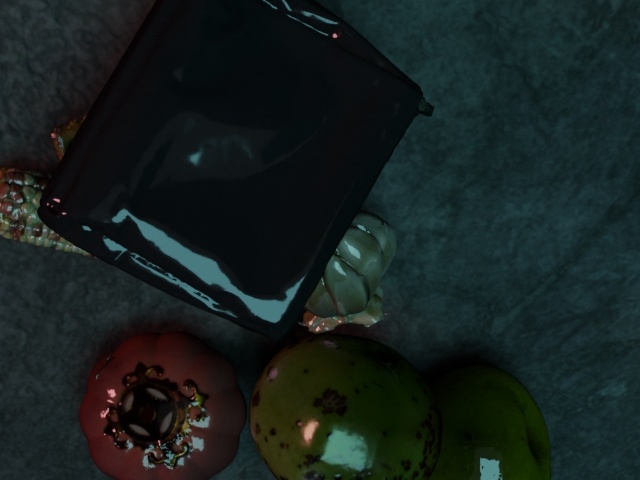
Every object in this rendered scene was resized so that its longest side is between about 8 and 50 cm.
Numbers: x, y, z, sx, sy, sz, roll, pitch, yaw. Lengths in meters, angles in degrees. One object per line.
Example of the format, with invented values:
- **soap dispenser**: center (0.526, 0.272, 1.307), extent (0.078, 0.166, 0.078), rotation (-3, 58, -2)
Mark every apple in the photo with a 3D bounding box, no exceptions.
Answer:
- **apple**: center (0.184, 0.245, 1.345), extent (0.157, 0.196, 0.196), rotation (-25, 122, 19)

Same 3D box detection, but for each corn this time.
- **corn**: center (-0.227, -0.015, 1.154), extent (0.237, 0.079, 0.079), rotation (18, 110, -24)

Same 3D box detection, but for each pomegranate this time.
- **pomegranate**: center (0.017, 0.227, 1.245), extent (0.214, 0.214, 0.247), rotation (13, 113, -22)

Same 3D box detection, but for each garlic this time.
- **garlic**: center (0.000, 0.000, 1.191), extent (0.131, 0.127, 0.194), rotation (-5, 141, 28)

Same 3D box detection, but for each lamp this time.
- **lamp**: center (-0.169, 0.188, 1.237), extent (0.182, 0.140, 0.182), rotation (0, 85, 3)

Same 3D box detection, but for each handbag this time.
- **handbag**: center (-0.078, -0.081, 1.065), extent (0.275, 0.178, 0.301), rotation (30, 81, -11)

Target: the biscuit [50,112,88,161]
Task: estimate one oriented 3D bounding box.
- **biscuit**: center (-0.156, -0.077, 1.134), extent (0.203, 0.016, 0.144), rotation (-20, 105, -23)
